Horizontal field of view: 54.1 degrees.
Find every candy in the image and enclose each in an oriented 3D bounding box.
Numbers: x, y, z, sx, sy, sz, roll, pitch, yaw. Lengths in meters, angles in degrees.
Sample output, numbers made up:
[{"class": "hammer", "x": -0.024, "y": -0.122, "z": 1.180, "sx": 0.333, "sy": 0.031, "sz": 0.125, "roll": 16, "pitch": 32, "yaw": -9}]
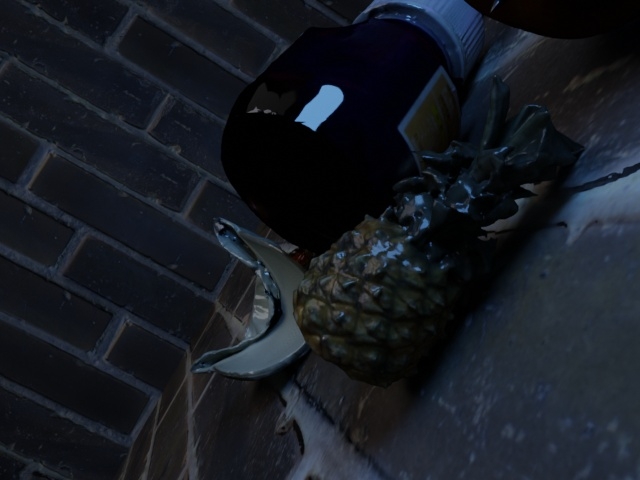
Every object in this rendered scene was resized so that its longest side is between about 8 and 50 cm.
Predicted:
[{"class": "candy", "x": 0.000, "y": 0.000, "z": 1.171, "sx": 0.185, "sy": 0.049, "sz": 0.055, "roll": -41, "pitch": 26, "yaw": 39}]

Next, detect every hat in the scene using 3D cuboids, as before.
[{"class": "hat", "x": -0.076, "y": 0.103, "z": 0.998, "sx": 0.301, "sy": 0.168, "sz": 0.257, "roll": 4, "pitch": 86, "yaw": 53}]

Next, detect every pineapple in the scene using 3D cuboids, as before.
[{"class": "pineapple", "x": 0.089, "y": -0.002, "z": 0.488, "sx": 0.248, "sy": 0.128, "sz": 0.128, "roll": -51, "pitch": 12, "yaw": 17}]

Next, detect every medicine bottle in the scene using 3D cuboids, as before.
[{"class": "medicine bottle", "x": 0.075, "y": -0.176, "z": 0.766, "sx": 0.395, "sy": 0.242, "sz": 0.242, "roll": -51, "pitch": 3, "yaw": -34}]

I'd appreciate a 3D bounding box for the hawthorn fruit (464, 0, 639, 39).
[{"class": "hawthorn fruit", "x": 0.182, "y": -0.280, "z": 0.448, "sx": 0.300, "sy": 0.268, "sz": 0.268, "roll": -64, "pitch": 10, "yaw": -4}]
